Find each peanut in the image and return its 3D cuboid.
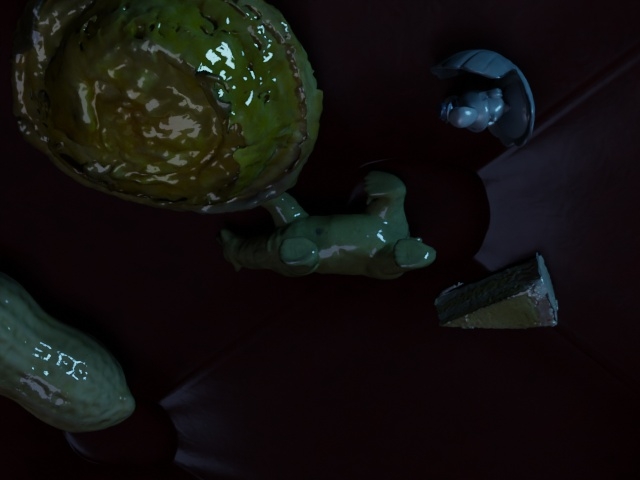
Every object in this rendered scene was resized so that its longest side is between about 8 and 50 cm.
[{"bbox_3d":[-0.310,0.123,1.328,0.123,0.123,0.257,-30,126,30],"label":"peanut"}]

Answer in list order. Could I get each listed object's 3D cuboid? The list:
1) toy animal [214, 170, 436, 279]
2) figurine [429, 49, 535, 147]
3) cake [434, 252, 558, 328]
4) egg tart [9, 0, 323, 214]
[{"bbox_3d":[0.000,0.000,1.194,0.219,0.103,0.101,-1,154,4],"label":"toy animal"},{"bbox_3d":[0.132,-0.121,1.065,0.086,0.094,0.082,-2,96,-27],"label":"figurine"},{"bbox_3d":[0.174,0.065,1.240,0.121,0.052,0.065,-20,128,23],"label":"cake"},{"bbox_3d":[-0.137,-0.124,1.069,0.291,0.107,0.290,5,128,6],"label":"egg tart"}]
